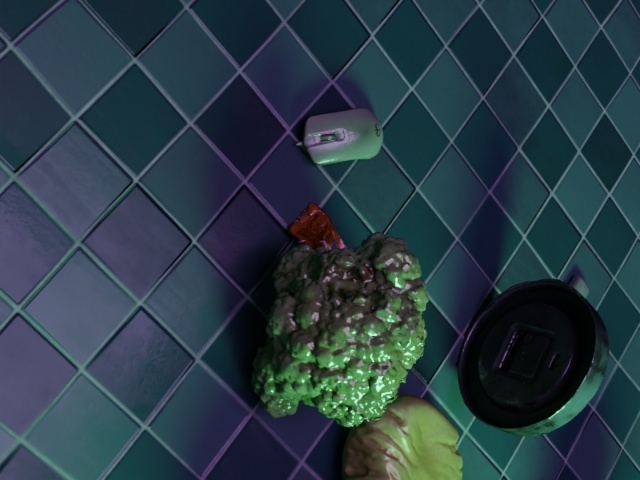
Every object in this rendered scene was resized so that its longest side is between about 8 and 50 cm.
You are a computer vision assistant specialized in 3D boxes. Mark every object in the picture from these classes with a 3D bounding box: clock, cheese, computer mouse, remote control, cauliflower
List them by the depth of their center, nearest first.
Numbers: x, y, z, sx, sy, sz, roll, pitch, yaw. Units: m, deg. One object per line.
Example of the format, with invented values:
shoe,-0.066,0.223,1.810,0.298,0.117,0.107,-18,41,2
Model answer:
cauliflower,0.022,0.127,1.400,0.327,0.281,0.260,-42,99,3
cheese,0.140,0.363,1.521,0.226,0.117,0.214,18,73,-38
computer mouse,0.040,-0.174,1.521,0.182,0.056,0.089,-13,89,-34
clock,0.362,0.200,1.584,0.055,0.281,0.280,34,68,-35
remote control,0.477,0.145,1.815,0.184,0.027,0.050,-48,112,-26

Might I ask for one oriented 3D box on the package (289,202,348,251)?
package,0.001,-0.001,1.493,0.077,0.033,0.110,-41,105,-20
